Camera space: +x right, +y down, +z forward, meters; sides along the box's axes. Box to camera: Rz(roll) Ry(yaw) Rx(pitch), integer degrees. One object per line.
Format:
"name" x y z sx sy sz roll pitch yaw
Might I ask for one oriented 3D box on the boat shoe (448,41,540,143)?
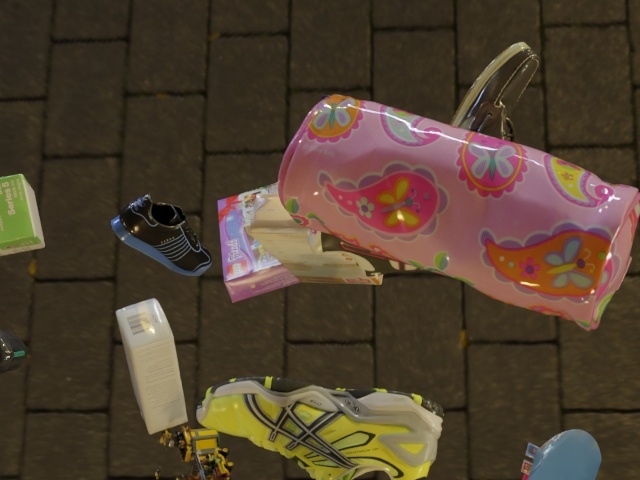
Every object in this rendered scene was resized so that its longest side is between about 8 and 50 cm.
"boat shoe" 0.177 -0.110 1.061 0.073 0.080 0.224 37 90 25

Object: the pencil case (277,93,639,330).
"pencil case" 0.107 -0.028 0.783 0.284 0.124 0.124 19 81 21

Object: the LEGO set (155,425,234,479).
"LEGO set" -0.287 0.516 1.828 0.192 0.331 0.255 -1 42 -23

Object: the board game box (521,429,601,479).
"board game box" 0.260 0.291 1.122 0.033 0.133 0.169 22 98 49

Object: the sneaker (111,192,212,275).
"sneaker" -0.257 -0.009 1.721 0.090 0.232 0.081 -39 53 17

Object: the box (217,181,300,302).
"box" -0.094 -0.012 1.907 0.200 0.057 0.293 -17 34 3

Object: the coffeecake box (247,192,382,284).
"coffeecake box" 0.000 0.000 1.455 0.142 0.185 0.068 1 65 26

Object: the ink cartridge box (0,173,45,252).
"ink cartridge box" -0.623 -0.021 1.655 0.272 0.198 0.115 -12 87 -12

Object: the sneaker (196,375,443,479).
"sneaker" -0.015 0.290 1.452 0.384 0.145 0.147 2 73 21

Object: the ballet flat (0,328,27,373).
"ballet flat" -0.434 0.123 1.183 0.203 0.074 0.074 8 78 32

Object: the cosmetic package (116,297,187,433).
"cosmetic package" -0.311 0.236 1.811 0.085 0.231 0.117 -17 42 -15

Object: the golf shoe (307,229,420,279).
"golf shoe" 0.106 -0.005 1.229 0.120 0.272 0.105 -46 41 26
